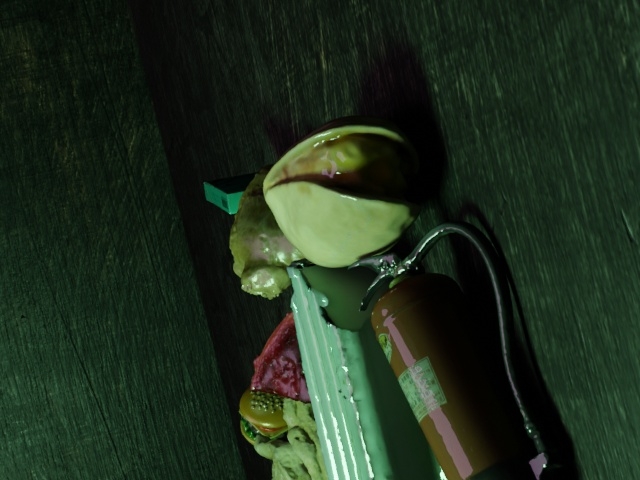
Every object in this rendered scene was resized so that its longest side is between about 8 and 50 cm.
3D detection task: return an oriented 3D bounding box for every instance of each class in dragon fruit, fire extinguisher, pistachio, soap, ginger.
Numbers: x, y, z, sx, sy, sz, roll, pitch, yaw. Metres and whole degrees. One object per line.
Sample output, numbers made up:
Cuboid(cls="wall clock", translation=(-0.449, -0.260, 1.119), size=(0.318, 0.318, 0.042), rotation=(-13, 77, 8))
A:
Cuboid(cls="dragon fruit", translation=(0.026, 0.176, 1.879), size=(0.262, 0.134, 0.211), rotation=(10, 98, 44))
Cuboid(cls="fire extinguisher", translation=(0.168, 0.132, 1.300), size=(0.113, 0.200, 0.376), rotation=(20, -142, -56))
Cuboid(cls="pistachio", translation=(0.026, -0.066, 1.463), size=(0.299, 0.188, 0.187), rotation=(141, 115, -72))
Cuboid(cls="soap", translation=(0.082, 0.229, 1.600), size=(0.261, 0.156, 0.445), rotation=(171, 85, -77))
Cuboid(cls="ginger", translation=(-0.036, 0.003, 1.801), size=(0.123, 0.218, 0.270), rotation=(34, 178, -42))

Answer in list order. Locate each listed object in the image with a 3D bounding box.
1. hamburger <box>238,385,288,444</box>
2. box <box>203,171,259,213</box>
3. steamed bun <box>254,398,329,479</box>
Cuboid(cls="hamburger", translation=(-0.098, 0.373, 2.483), size=(0.162, 0.162, 0.115), rotation=(-121, 22, -50))
Cuboid(cls="box", translation=(-0.106, -0.090, 2.025), size=(0.226, 0.161, 0.042), rotation=(-154, 55, -72))
Cuboid(cls="steamed bun", translation=(-0.017, 0.414, 2.151), size=(0.428, 0.189, 0.247), rotation=(-119, 12, -45))
